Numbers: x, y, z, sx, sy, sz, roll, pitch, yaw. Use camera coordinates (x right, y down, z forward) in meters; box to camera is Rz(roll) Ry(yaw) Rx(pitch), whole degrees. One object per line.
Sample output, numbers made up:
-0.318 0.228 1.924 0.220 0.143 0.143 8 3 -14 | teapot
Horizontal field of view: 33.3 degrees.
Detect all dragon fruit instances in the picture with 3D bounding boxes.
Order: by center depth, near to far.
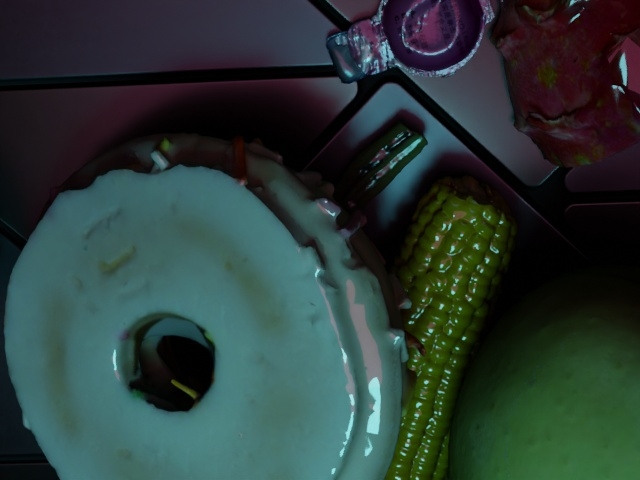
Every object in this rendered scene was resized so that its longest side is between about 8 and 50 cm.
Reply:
0.256 -0.179 0.858 0.261 0.189 0.163 -44 131 10 | dragon fruit

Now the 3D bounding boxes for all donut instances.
-0.093 0.088 0.907 0.382 0.142 0.383 6 104 25 | donut

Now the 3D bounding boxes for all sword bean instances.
-0.001 0.000 0.974 0.043 0.038 0.269 43 106 16 | sword bean

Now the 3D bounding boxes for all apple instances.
0.269 0.190 0.859 0.357 0.357 0.357 1 107 3 | apple

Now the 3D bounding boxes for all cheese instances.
0.076 -0.178 0.913 0.145 0.038 0.095 -19 104 15 | cheese

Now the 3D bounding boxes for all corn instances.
0.085 0.118 0.965 0.120 0.120 0.363 15 103 -2 | corn
